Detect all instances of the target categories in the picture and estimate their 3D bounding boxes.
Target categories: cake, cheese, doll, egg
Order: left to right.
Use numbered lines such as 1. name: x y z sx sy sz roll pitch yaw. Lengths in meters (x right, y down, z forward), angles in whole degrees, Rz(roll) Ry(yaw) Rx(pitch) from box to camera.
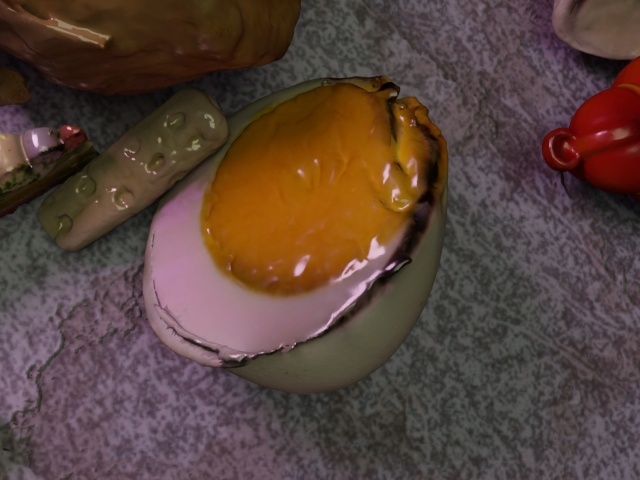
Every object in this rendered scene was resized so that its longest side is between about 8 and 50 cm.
1. cake: -0.305 -0.054 0.623 0.225 0.109 0.090 -31 89 -15
2. cake: -0.203 -0.268 0.588 0.321 0.332 0.332 -7 81 18
3. cheese: -0.165 -0.060 0.653 0.194 0.043 0.065 -34 81 11
4. egg: -0.004 0.001 0.651 0.264 0.174 0.286 -4 60 26
5. doll: 0.392 -0.118 0.766 0.363 0.160 0.182 -12 85 -14

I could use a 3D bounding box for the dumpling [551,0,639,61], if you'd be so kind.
1. dumpling: 0.386 -0.383 0.780 0.316 0.233 0.394 11 93 -14
